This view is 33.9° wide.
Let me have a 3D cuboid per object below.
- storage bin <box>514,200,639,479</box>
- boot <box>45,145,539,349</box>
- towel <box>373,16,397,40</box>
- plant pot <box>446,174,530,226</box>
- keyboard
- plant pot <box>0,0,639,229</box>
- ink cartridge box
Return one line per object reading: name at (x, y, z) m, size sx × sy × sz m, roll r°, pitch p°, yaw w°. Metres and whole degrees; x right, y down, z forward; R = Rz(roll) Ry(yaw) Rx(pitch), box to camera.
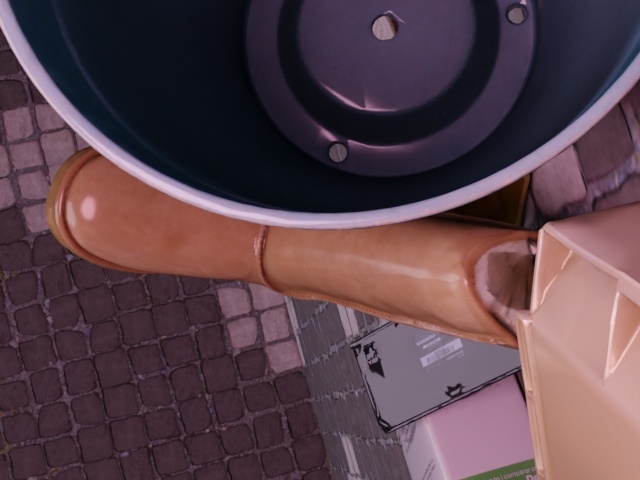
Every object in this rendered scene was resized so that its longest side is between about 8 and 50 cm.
storage bin at (0.175, 0.135, 0.322) m, size 0.262 × 0.123 × 0.260 m, roll -125°, pitch 23°, yaw -70°
boot at (0.000, 0.000, 0.628) m, size 0.270 × 0.236 × 0.089 m, roll 12°, pitch 93°, yaw 49°
towel at (0.064, -0.117, 0.912) m, size 0.282 × 0.049 × 0.187 m, roll 90°, pitch 164°, yaw -62°
plant pot at (0.093, -0.048, 0.736) m, size 0.081 × 0.081 × 0.083 m, roll 86°, pitch 174°, yaw -55°
keyboard at (0.092, 0.069, 0.798) m, size 0.180 × 0.023 × 0.108 m, roll -35°, pitch 66°, yaw 41°
plant pot at (0.021, -0.132, 0.496) m, size 0.255 × 0.272 × 0.271 m, roll 22°, pitch -128°, yaw -81°
ink cartridge box at (0.118, 0.159, 0.889) m, size 0.153 × 0.087 × 0.208 m, roll 93°, pitch 161°, yaw -64°
